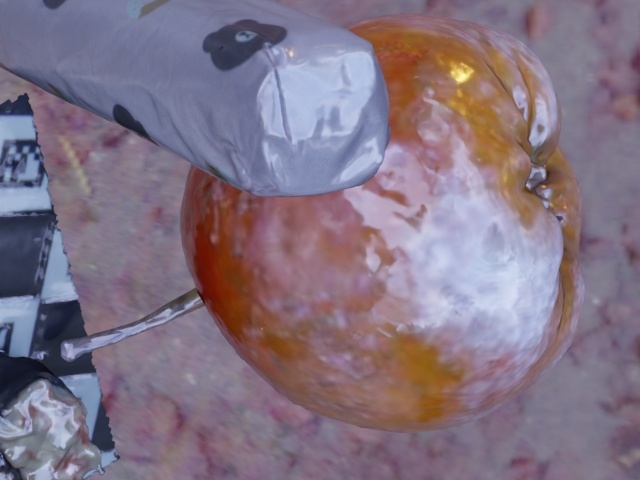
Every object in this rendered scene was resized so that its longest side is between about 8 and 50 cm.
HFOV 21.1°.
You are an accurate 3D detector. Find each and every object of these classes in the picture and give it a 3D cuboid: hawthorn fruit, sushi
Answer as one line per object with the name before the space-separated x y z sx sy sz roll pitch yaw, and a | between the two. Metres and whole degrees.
hawthorn fruit | 0.034 -0.018 0.967 0.235 0.263 0.231 -20 125 -47
sushi | -0.239 0.101 0.918 0.294 0.059 0.292 -30 132 -23

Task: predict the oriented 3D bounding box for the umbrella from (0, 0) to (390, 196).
umbrella | -0.091 -0.089 0.729 0.073 0.337 0.067 1 106 -38
